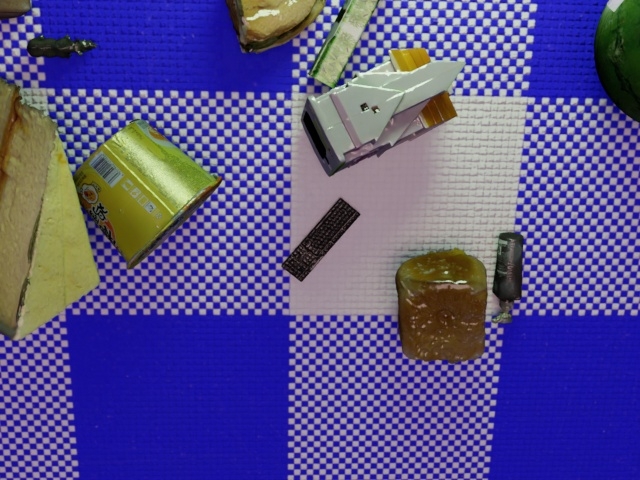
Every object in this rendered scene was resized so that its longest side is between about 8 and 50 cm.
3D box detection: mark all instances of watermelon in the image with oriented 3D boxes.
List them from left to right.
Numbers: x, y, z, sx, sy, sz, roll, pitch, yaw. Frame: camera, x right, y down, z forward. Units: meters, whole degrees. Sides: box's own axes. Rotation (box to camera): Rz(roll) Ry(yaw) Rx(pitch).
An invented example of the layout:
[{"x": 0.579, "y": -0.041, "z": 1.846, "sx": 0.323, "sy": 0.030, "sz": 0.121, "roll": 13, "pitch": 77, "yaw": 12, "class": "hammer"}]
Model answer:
[{"x": 0.703, "y": -0.363, "z": 1.361, "sx": 0.364, "sy": 0.363, "sz": 0.363, "roll": -1, "pitch": 107, "yaw": -3, "class": "watermelon"}]

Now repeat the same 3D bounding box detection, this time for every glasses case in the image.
[{"x": 0.063, "y": -0.437, "z": 1.425, "sx": 0.062, "sy": 0.095, "sz": 0.272, "roll": 27, "pitch": 103, "yaw": -6, "class": "glasses case"}]

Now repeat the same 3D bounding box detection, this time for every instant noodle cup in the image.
[{"x": -0.356, "y": -0.098, "z": 1.434, "sx": 0.200, "sy": 0.264, "sz": 0.264, "roll": 45, "pitch": 100, "yaw": -5, "class": "instant noodle cup"}]

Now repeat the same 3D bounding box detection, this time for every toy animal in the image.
[{"x": -0.509, "y": -0.381, "z": 1.427, "sx": 0.136, "sy": 0.065, "sz": 0.047, "roll": 1, "pitch": 107, "yaw": -4, "class": "toy animal"}]

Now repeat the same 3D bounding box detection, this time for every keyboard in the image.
[{"x": 0.000, "y": 0.000, "z": 1.594, "sx": 0.061, "sy": 0.013, "sz": 0.204, "roll": 39, "pitch": 101, "yaw": -12, "class": "keyboard"}]

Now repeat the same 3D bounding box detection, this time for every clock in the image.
[{"x": 0.128, "y": -0.265, "z": 1.417, "sx": 0.310, "sy": 0.235, "sz": 0.166, "roll": -26, "pitch": 91, "yaw": -5, "class": "clock"}]

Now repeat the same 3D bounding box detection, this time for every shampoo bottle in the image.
[{"x": 0.417, "y": 0.087, "z": 1.619, "sx": 0.064, "sy": 0.057, "sz": 0.207, "roll": -1, "pitch": 106, "yaw": -3, "class": "shampoo bottle"}]

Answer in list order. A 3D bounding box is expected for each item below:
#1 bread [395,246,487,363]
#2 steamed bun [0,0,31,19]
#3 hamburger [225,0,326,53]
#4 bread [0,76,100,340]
[{"x": 0.262, "y": 0.141, "z": 1.570, "sx": 0.196, "sy": 0.176, "sz": 0.246, "roll": 0, "pitch": 122, "yaw": 8, "class": "bread"}, {"x": -0.650, "y": -0.489, "z": 1.366, "sx": 0.175, "sy": 0.106, "sz": 0.144, "roll": -6, "pitch": 107, "yaw": 1, "class": "steamed bun"}, {"x": -0.080, "y": -0.464, "z": 1.409, "sx": 0.208, "sy": 0.135, "sz": 0.155, "roll": -22, "pitch": 123, "yaw": -11, "class": "hamburger"}, {"x": -0.604, "y": -0.082, "z": 1.359, "sx": 0.242, "sy": 0.346, "sz": 0.404, "roll": -30, "pitch": 122, "yaw": -41, "class": "bread"}]
